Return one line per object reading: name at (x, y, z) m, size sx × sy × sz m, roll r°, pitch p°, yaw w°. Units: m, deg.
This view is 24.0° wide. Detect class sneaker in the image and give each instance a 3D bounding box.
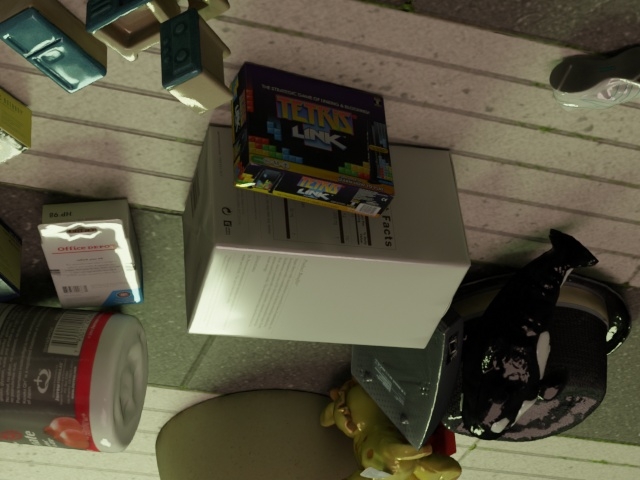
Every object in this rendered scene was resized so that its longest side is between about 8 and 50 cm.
sneaker at (0.329, -0.175, 1.650) m, size 0.152 × 0.054 × 0.061 m, roll -5°, pitch 154°, yaw 9°

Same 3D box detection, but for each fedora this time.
fedora at (0.265, 0.176, 2.036) m, size 0.334 × 0.153 × 0.334 m, roll -4°, pitch 144°, yaw -3°

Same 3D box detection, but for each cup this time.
cup at (-0.077, 0.406, 2.240) m, size 0.331 × 0.237 × 0.331 m, roll -4°, pitch 145°, yaw -3°

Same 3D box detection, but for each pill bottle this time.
pill bottle at (-0.390, 0.167, 1.894) m, size 0.318 × 0.176 × 0.176 m, roll 5°, pitch 145°, yaw 9°

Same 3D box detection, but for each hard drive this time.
hard drive at (0.113, 0.141, 1.960) m, size 0.054 × 0.172 × 0.255 m, roll -25°, pitch 145°, yaw -26°

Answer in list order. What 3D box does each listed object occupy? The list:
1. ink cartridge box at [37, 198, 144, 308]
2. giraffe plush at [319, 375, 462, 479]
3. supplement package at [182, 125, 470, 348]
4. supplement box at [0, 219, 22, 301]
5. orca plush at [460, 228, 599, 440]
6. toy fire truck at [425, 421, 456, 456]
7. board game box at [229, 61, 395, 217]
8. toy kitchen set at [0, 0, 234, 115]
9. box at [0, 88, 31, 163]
ink cartridge box at (-0.274, 0.007, 1.807) m, size 0.104 × 0.060 × 0.180 m, roll -4°, pitch 145°, yaw -1°
giraffe plush at (0.077, 0.279, 2.121) m, size 0.181 × 0.170 × 0.210 m, roll -27°, pitch 147°, yaw 5°
supplement package at (0.000, 0.000, 1.735) m, size 0.292 × 0.175 × 0.177 m, roll 5°, pitch 142°, yaw -15°
supplement box at (-0.401, 0.020, 1.787) m, size 0.056 × 0.083 × 0.083 m, roll -17°, pitch 143°, yaw 15°
orca plush at (0.249, 0.129, 1.879) m, size 0.287 × 0.151 × 0.102 m, roll -52°, pitch 164°, yaw 18°
toy fire truck at (0.179, 0.280, 2.230) m, size 0.192 × 0.047 × 0.135 m, roll 0°, pitch -170°, yaw 35°
board game box at (-0.009, -0.107, 1.614) m, size 0.170 × 0.141 × 0.048 m, roll 12°, pitch 143°, yaw -22°
toy kitchen set at (-0.204, -0.184, 1.460) m, size 0.207 × 0.166 × 0.122 m, roll -24°, pitch 141°, yaw 23°
box at (-0.430, -0.096, 1.644) m, size 0.232 × 0.058 × 0.087 m, roll -23°, pitch 142°, yaw 24°
